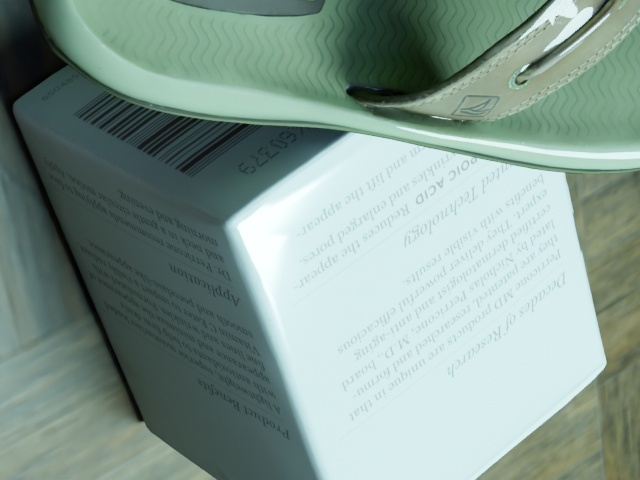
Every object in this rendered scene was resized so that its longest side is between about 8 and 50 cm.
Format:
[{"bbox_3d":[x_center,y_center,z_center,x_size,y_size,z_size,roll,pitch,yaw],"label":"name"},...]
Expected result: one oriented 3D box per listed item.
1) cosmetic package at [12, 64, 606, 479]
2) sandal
[{"bbox_3d":[0.000,0.000,0.803,0.151,0.151,0.184,-37,130,-24],"label":"cosmetic package"},{"bbox_3d":[0.054,-0.087,0.671,0.303,0.086,0.120,-2,80,-22],"label":"sandal"}]
